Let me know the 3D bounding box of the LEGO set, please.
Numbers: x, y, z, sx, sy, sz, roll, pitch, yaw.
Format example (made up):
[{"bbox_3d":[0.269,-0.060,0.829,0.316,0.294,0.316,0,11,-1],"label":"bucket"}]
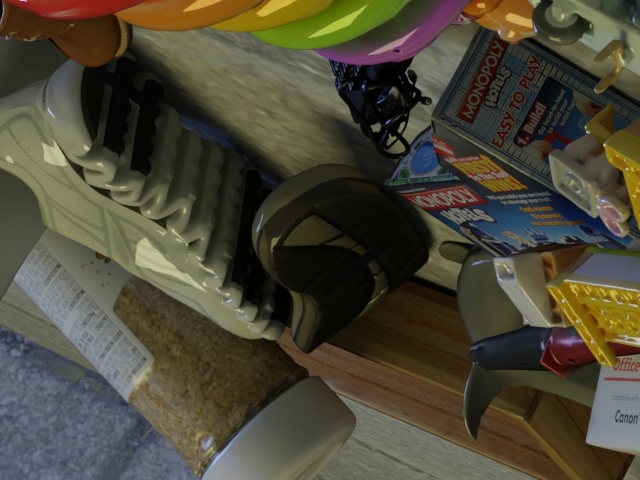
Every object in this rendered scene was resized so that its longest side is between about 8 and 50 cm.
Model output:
[{"bbox_3d":[0.153,-0.023,0.802,0.132,0.107,0.287,45,165,20],"label":"LEGO set"}]

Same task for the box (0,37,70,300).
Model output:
[{"bbox_3d":[-0.359,-0.092,1.432,0.345,0.215,0.168,19,165,35],"label":"box"}]

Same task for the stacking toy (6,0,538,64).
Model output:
[{"bbox_3d":[0.002,-0.127,0.710,0.175,0.166,0.302,10,173,44],"label":"stacking toy"}]

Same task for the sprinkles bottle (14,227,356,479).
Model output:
[{"bbox_3d":[-0.134,0.052,1.499,0.355,0.121,0.121,46,171,11],"label":"sprinkles bottle"}]

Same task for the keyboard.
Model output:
[{"bbox_3d":[0.014,-0.092,0.903,0.192,0.038,0.100,110,136,-78],"label":"keyboard"}]

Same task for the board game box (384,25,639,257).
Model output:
[{"bbox_3d":[0.121,-0.030,0.982,0.194,0.060,0.194,34,167,-19],"label":"board game box"}]

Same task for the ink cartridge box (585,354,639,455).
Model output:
[{"bbox_3d":[0.231,0.100,1.131,0.198,0.067,0.115,15,172,-14],"label":"ink cartridge box"}]

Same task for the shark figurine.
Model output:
[{"bbox_3d":[0.153,0.096,1.311,0.278,0.116,0.166,37,167,-29],"label":"shark figurine"}]

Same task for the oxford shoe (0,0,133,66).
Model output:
[{"bbox_3d":[-0.173,-0.143,1.140,0.076,0.076,0.212,21,168,23],"label":"oxford shoe"}]

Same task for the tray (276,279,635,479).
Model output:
[{"bbox_3d":[0.039,0.078,1.581,0.411,0.076,0.203,19,165,34],"label":"tray"}]

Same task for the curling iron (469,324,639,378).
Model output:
[{"bbox_3d":[0.142,0.067,1.064,0.068,0.035,0.274,66,158,-9],"label":"curling iron"}]

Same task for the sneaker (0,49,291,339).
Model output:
[{"bbox_3d":[-0.118,-0.023,1.366,0.118,0.110,0.292,-14,139,29],"label":"sneaker"}]

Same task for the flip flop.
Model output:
[{"bbox_3d":[0.000,0.000,1.308,0.080,0.112,0.277,52,178,20],"label":"flip flop"}]
